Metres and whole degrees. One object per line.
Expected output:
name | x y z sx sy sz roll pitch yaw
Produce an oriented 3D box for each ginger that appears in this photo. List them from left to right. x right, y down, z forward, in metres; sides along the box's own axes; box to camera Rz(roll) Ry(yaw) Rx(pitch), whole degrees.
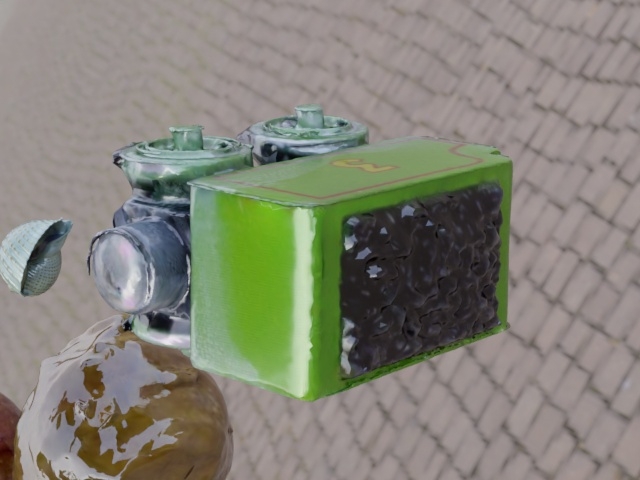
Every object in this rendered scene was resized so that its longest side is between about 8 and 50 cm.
ginger | -0.212 0.218 1.539 0.269 0.223 0.200 -39 55 4

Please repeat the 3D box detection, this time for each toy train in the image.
toy train | 0.000 0.000 1.136 0.248 0.307 0.174 11 107 40

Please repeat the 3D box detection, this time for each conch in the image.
conch | -0.267 0.011 1.421 0.076 0.056 0.085 -18 -52 -74

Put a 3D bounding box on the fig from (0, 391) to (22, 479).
fig | -0.420 0.247 1.704 0.175 0.207 0.175 6 98 44
